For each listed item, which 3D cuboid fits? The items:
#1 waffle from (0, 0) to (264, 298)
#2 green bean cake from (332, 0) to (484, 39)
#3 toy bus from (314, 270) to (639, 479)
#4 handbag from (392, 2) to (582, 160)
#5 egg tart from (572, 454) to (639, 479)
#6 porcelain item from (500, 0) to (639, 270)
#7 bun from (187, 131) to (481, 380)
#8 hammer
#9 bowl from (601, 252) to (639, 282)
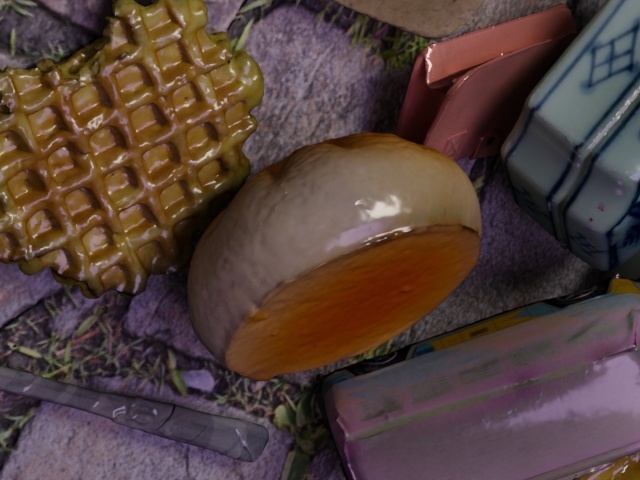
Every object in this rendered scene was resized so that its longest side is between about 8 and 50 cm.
[{"bbox_3d":[-0.188,-0.088,1.456,0.301,0.058,0.281,-51,130,-4],"label":"waffle"},{"bbox_3d":[0.074,-0.265,1.507,0.179,0.085,0.109,18,123,-37],"label":"green bean cake"},{"bbox_3d":[0.200,0.178,1.666,0.386,0.162,0.171,-20,113,3],"label":"toy bus"},{"bbox_3d":[0.174,-0.145,1.617,0.212,0.059,0.157,-20,145,-34],"label":"handbag"},{"bbox_3d":[0.410,0.361,2.012,0.288,0.118,0.288,-12,118,-23],"label":"egg tart"},{"bbox_3d":[0.325,-0.121,1.632,0.286,0.157,0.281,-49,164,-4],"label":"porcelain item"},{"bbox_3d":[0.000,0.000,1.534,0.298,0.165,0.299,-21,155,-11],"label":"bun"},{"bbox_3d":[-0.213,0.150,1.560,0.426,0.044,0.152,18,102,-37],"label":"hammer"},{"bbox_3d":[0.418,0.077,1.861,0.289,0.146,0.289,-13,119,-25],"label":"bowl"}]
